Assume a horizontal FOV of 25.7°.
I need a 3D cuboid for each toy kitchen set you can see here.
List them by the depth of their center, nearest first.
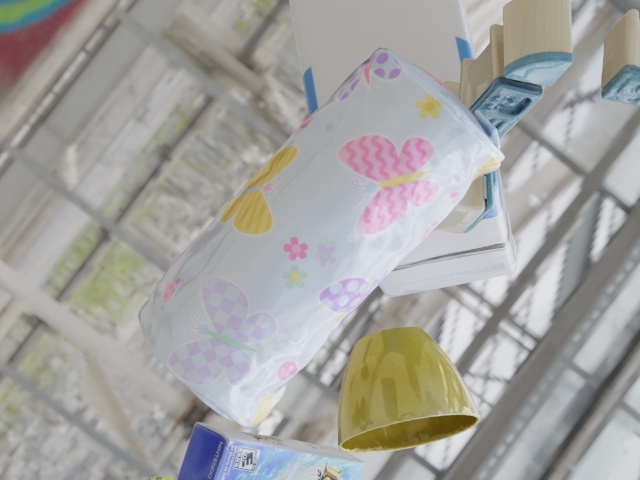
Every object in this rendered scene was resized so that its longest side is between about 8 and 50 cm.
[{"bbox_3d":[0.199,-0.091,1.156,0.207,0.166,0.122,129,-33,-61],"label":"toy kitchen set"}]

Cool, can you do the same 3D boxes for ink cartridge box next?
[{"bbox_3d":[0.094,-0.121,1.475,0.166,0.285,0.395,-12,165,8],"label":"ink cartridge box"}]

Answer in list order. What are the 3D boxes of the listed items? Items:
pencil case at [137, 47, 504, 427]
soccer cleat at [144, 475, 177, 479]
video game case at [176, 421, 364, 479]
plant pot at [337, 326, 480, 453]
[{"bbox_3d":[0.000,0.000,0.953,0.273,0.124,0.113,-49,-156,7],"label":"pencil case"},{"bbox_3d":[-0.229,0.379,1.918,0.289,0.121,0.093,-5,-91,62],"label":"soccer cleat"},{"bbox_3d":[-0.081,0.353,1.573,0.061,0.244,0.269,17,-91,40],"label":"video game case"},{"bbox_3d":[0.074,0.136,1.316,0.134,0.134,0.095,-42,-126,55],"label":"plant pot"}]
